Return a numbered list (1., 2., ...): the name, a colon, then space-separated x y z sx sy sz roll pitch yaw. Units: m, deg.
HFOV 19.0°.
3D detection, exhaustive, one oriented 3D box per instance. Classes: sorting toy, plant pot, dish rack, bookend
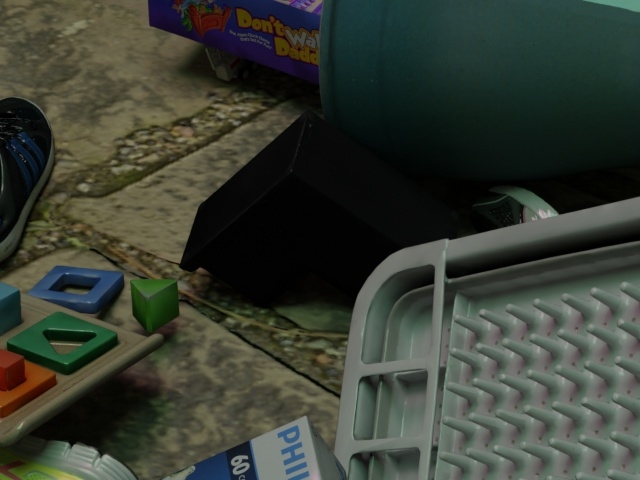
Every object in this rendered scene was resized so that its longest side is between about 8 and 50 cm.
1. sorting toy: -0.245 0.078 1.427 0.196 0.047 0.348 13 28 30
2. plant pot: 0.170 -0.163 1.512 0.255 0.271 0.271 11 48 23
3. dish rack: 0.143 0.129 1.238 0.333 0.072 0.285 -14 61 47
4. bookend: 0.000 0.000 1.515 0.157 0.156 0.072 33 44 -19

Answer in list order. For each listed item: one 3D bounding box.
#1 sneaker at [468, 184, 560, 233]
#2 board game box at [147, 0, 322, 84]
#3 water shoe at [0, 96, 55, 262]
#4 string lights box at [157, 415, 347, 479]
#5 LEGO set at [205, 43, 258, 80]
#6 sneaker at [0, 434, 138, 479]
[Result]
1. sneaker: 0.166 0.024 1.476 0.077 0.072 0.178 -35 46 -15
2. board game box: 0.032 -0.281 1.761 0.233 0.078 0.347 21 46 21
3. water shoe: -0.276 -0.069 1.646 0.073 0.080 0.203 -4 45 6
4. string lights box: -0.100 0.233 1.267 0.260 0.076 0.133 -25 44 8
5. LEGO set: -0.023 -0.231 1.780 0.183 0.060 0.244 -15 45 1
6. sneaker: -0.237 0.185 1.387 0.209 0.081 0.094 9 59 26
